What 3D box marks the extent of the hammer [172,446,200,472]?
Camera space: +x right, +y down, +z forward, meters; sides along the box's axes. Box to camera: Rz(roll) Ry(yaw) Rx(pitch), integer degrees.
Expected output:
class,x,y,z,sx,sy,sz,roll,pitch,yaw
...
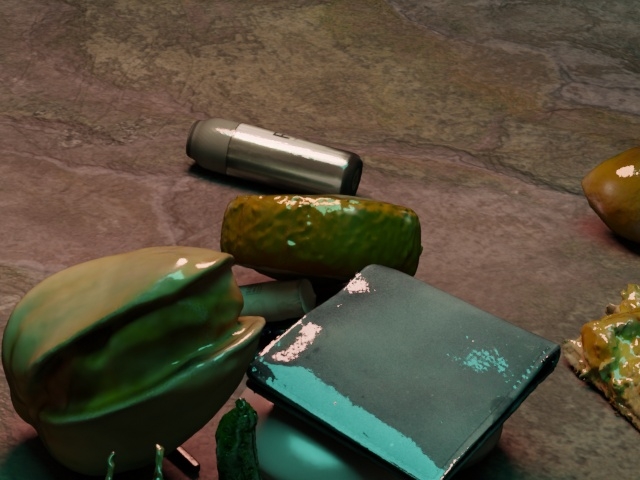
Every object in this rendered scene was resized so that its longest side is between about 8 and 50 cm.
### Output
class,x,y,z,sx,sy,sz,roll,pitch,yaw
hammer,-0.224,0.183,2.010,0.058,0.029,0.292,-20,41,-35

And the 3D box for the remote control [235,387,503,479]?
class,x,y,z,sx,sy,sz,roll,pitch,yaw
remote control,0.056,0.199,1.955,0.332,0.103,0.221,-17,43,-35

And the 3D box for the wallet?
class,x,y,z,sx,sy,sz,roll,pitch,yaw
wallet,0.096,0.138,1.917,0.251,0.054,0.290,26,37,22

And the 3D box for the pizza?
class,x,y,z,sx,sy,sz,roll,pitch,yaw
pizza,0.431,0.130,2.175,0.223,0.089,0.323,26,34,25

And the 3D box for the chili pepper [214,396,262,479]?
class,x,y,z,sx,sy,sz,roll,pitch,yaw
chili pepper,-0.075,0.251,1.714,0.088,0.227,0.059,16,31,25

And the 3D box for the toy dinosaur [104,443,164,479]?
class,x,y,z,sx,sy,sz,roll,pitch,yaw
toy dinosaur,-0.154,0.298,1.667,0.207,0.327,0.113,59,8,20

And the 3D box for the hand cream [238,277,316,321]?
class,x,y,z,sx,sy,sz,roll,pitch,yaw
hand cream,-0.107,0.080,2.153,0.204,0.050,0.078,-8,26,22

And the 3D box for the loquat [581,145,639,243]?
class,x,y,z,sx,sy,sz,roll,pitch,yaw
loquat,0.465,-0.064,2.466,0.195,0.152,0.152,2,29,8

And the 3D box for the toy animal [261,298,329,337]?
class,x,y,z,sx,sy,sz,roll,pitch,yaw
toy animal,0.015,0.097,2.190,0.075,0.041,0.217,19,27,37

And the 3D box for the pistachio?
class,x,y,z,sx,sy,sz,roll,pitch,yaw
pistachio,-0.206,0.123,1.863,0.321,0.229,0.238,-27,7,33

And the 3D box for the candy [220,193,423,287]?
class,x,y,z,sx,sy,sz,roll,pitch,yaw
candy,0.000,0.000,2.179,0.259,0.118,0.260,2,-2,0

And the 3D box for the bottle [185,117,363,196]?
class,x,y,z,sx,sy,sz,roll,pitch,yaw
bottle,-0.066,-0.115,2.513,0.253,0.080,0.096,15,-7,13
